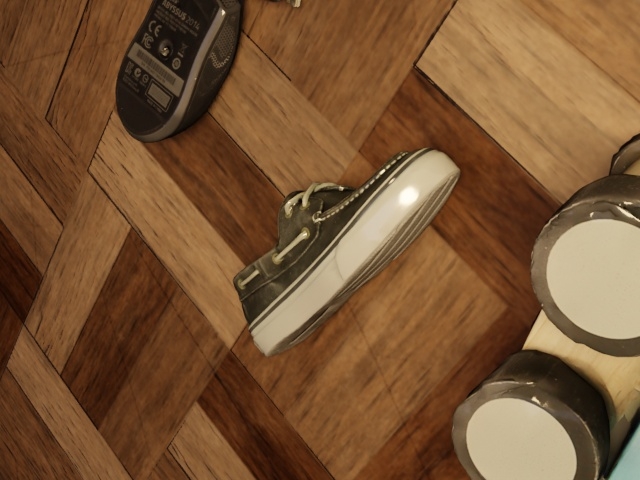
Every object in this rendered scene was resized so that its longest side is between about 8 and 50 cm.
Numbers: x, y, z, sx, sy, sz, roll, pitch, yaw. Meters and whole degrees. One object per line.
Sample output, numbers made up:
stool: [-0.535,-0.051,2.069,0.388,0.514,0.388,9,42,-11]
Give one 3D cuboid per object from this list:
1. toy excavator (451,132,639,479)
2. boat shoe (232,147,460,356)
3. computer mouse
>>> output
toy excavator: [0.370,0.063,0.548,0.445,0.222,0.433,29,121,20]
boat shoe: [0.000,0.000,0.877,0.119,0.121,0.335,54,131,10]
computer mouse: [-0.134,-0.226,0.971,0.188,0.072,0.272,44,113,25]
